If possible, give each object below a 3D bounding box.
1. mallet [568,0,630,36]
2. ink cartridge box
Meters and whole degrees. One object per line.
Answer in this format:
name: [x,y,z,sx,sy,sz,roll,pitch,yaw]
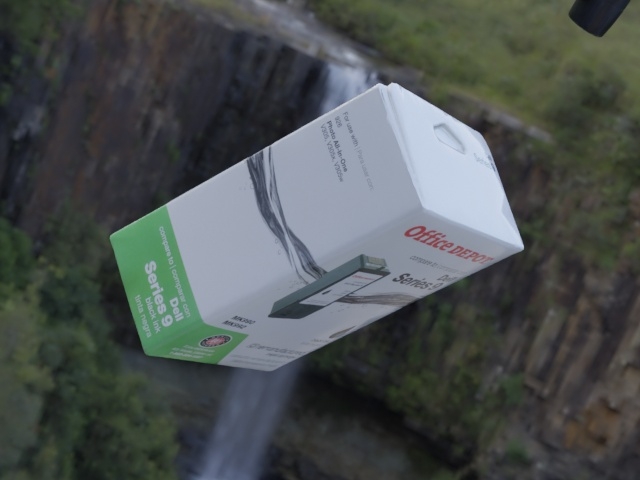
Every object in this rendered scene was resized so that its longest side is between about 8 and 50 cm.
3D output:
mallet: [0.177,-0.213,1.120,0.189,0.062,0.039,8,33,-32]
ink cartridge box: [0.000,0.000,1.202,0.211,0.289,0.121,16,51,-58]
